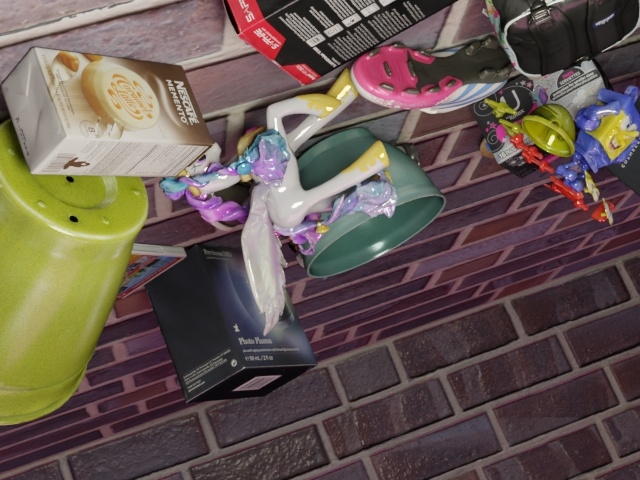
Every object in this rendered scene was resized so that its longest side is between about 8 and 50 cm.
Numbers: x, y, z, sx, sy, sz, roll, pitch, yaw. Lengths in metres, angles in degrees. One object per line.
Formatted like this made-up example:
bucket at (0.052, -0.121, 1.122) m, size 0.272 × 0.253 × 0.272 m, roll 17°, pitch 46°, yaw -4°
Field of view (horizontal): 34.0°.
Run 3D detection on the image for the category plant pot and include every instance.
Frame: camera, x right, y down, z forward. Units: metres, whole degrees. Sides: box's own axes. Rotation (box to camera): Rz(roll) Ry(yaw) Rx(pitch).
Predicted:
plant pot at (-0.432, 0.015, 1.521) m, size 0.366 × 0.367 × 0.353 m, roll -2°, pitch 142°, yaw -48°
plant pot at (0.062, -0.086, 1.969) m, size 0.293 × 0.196 × 0.293 m, roll -26°, pitch 164°, yaw -8°

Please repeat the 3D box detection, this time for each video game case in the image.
video game case at (-0.434, 0.062, 2.111) m, size 0.204 × 0.025 × 0.285 m, roll -32°, pitch 160°, yaw 27°

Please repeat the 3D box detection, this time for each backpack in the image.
backpack at (0.355, -0.358, 1.540) m, size 0.225 × 0.191 × 0.253 m, roll -23°, pitch 156°, yaw 13°

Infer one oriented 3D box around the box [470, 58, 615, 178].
box at (0.446, -0.254, 2.049) m, size 0.247 × 0.142 × 0.163 m, roll -31°, pitch 159°, yaw 20°

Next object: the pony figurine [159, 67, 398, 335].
pony figurine at (-0.063, -0.067, 1.701) m, size 0.363 × 0.351 × 0.303 m, roll -22°, pitch -167°, yaw -1°

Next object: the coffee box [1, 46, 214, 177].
coffee box at (-0.284, -0.168, 1.418) m, size 0.246 × 0.141 × 0.098 m, roll -3°, pitch 154°, yaw -49°

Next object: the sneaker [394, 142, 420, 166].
sneaker at (0.093, -0.110, 2.125) m, size 0.271 × 0.100 × 0.108 m, roll -34°, pitch 154°, yaw 34°

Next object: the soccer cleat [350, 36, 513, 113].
soccer cleat at (0.176, -0.256, 1.754) m, size 0.331 × 0.116 × 0.143 m, roll -11°, pitch 159°, yaw -32°

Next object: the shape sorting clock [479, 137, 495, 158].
shape sorting clock at (0.444, -0.233, 2.273) m, size 0.206 × 0.040 × 0.206 m, roll -17°, pitch 164°, yaw -5°

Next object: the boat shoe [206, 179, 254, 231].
boat shoe at (-0.136, -0.079, 1.926) m, size 0.091 × 0.109 × 0.305 m, roll -29°, pitch 168°, yaw 19°

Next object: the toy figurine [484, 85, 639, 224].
toy figurine at (0.481, -0.215, 1.891) m, size 0.217 × 0.191 × 0.362 m, roll -50°, pitch 136°, yaw -1°

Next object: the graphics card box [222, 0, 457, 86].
graphics card box at (0.078, -0.356, 1.377) m, size 0.370 × 0.094 × 0.233 m, roll -26°, pitch 162°, yaw 16°

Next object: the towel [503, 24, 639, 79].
towel at (0.474, -0.380, 1.863) m, size 0.282 × 0.049 × 0.187 m, roll -28°, pitch 161°, yaw 19°

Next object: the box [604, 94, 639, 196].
box at (0.869, -0.201, 1.931) m, size 0.297 × 0.472 × 0.480 m, roll -4°, pitch 131°, yaw -41°

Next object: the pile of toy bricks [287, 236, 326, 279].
pile of toy bricks at (0.000, 0.000, 2.359) m, size 0.105 × 0.118 × 0.212 m, roll -52°, pitch 157°, yaw -13°

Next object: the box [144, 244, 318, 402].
box at (-0.196, 0.182, 2.305) m, size 0.182 × 0.294 × 0.296 m, roll -33°, pitch 160°, yaw 25°
